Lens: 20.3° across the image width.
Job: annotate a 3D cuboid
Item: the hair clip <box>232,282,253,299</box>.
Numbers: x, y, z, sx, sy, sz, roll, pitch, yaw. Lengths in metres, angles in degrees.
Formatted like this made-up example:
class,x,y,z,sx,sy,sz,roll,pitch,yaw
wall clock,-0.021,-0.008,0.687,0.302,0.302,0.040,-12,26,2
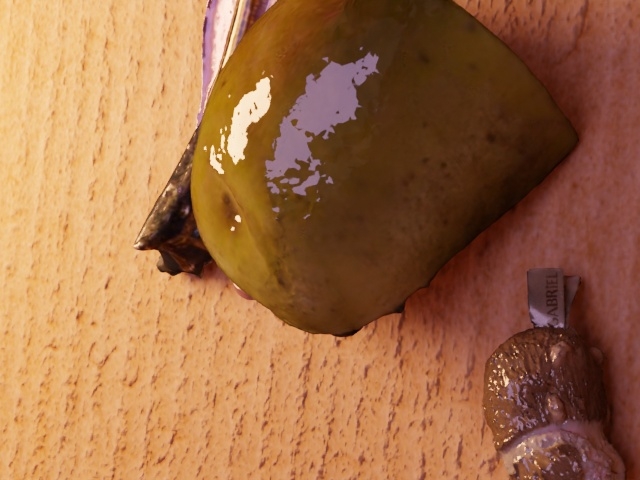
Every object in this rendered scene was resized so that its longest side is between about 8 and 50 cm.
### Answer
class,x,y,z,sx,sy,sz,roll,pitch,yaw
hair clip,-0.006,-0.002,1.674,0.123,0.102,0.138,13,94,34

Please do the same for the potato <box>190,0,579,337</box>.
class,x,y,z,sx,sy,sz,roll,pitch,yaw
potato,-0.003,-0.085,1.560,0.330,0.213,0.280,28,79,36

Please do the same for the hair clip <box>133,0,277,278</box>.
class,x,y,z,sx,sy,sz,roll,pitch,yaw
hair clip,-0.094,-0.132,1.782,0.358,0.096,0.110,-69,20,1

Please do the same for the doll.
class,x,y,z,sx,sy,sz,roll,pitch,yaw
doll,0.192,0.132,1.510,0.115,0.105,0.221,-16,79,42
